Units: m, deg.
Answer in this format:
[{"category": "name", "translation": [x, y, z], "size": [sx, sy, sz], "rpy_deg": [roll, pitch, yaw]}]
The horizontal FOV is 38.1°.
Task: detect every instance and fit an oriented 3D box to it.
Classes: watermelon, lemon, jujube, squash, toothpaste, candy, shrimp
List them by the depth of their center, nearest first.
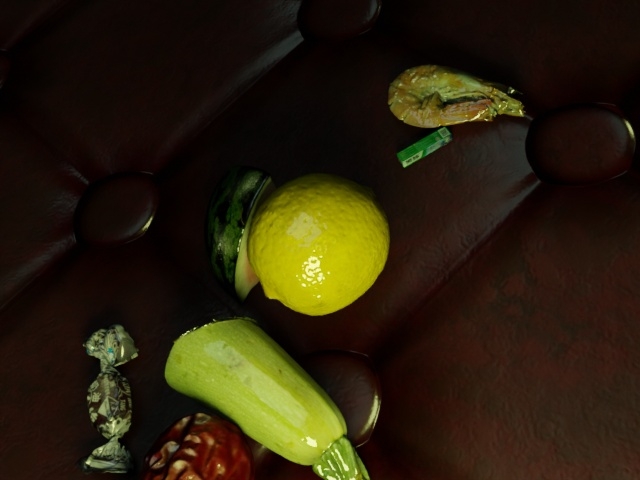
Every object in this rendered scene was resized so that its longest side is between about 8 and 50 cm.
[{"category": "jujube", "translation": [-0.150, 0.314, 1.067], "size": [0.155, 0.155, 0.230], "rpy_deg": [1, 48, 19]}, {"category": "squash", "translation": [-0.043, 0.191, 1.129], "size": [0.287, 0.137, 0.137], "rpy_deg": [27, 69, 27]}, {"category": "lemon", "translation": [0.000, 0.000, 1.203], "size": [0.178, 0.178, 0.203], "rpy_deg": [33, 71, 33]}, {"category": "candy", "translation": [-0.285, 0.212, 1.241], "size": [0.094, 0.051, 0.226], "rpy_deg": [-25, 50, 15]}, {"category": "watermelon", "translation": [-0.122, -0.030, 1.310], "size": [0.145, 0.137, 0.193], "rpy_deg": [28, 112, 30]}, {"category": "toothpaste", "translation": [0.151, -0.136, 1.341], "size": [0.083, 0.017, 0.020], "rpy_deg": [-30, 56, -2]}, {"category": "shrimp", "translation": [0.196, -0.201, 1.350], "size": [0.217, 0.051, 0.115], "rpy_deg": [16, 69, 28]}]
